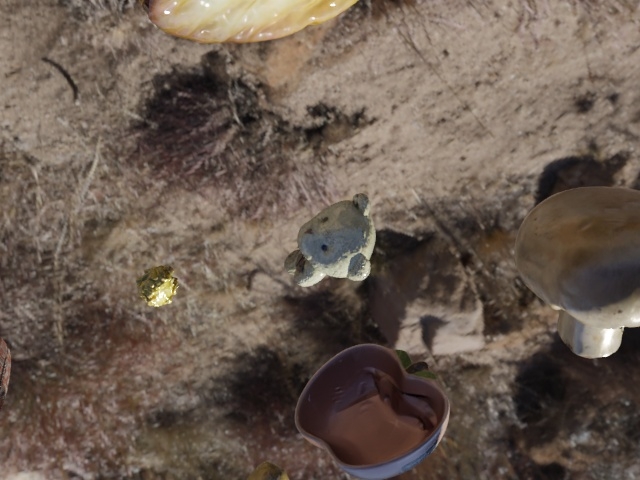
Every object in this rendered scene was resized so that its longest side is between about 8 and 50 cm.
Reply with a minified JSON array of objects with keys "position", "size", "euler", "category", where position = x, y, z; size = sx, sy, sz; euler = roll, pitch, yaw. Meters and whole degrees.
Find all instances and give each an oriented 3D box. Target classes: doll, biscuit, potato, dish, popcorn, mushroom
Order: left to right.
[{"position":[-0.293,0.080,1.432],"size":[0.083,0.057,0.082],"euler":[-57,147,8],"category":"popcorn"},{"position":[-0.124,0.601,1.830],"size":[0.137,0.175,0.137],"euler":[-10,178,0],"category":"potato"},{"position":[-0.049,-0.271,0.818],"size":[0.299,0.045,0.154],"euler":[-14,151,-38],"category":"biscuit"},{"position":[-0.002,0.004,1.580],"size":[0.149,0.175,0.278],"euler":[3,170,-25],"category":"doll"},{"position":[0.079,0.252,1.113],"size":[0.213,0.213,0.090],"euler":[-22,130,-7],"category":"dish"},{"position":[0.460,0.067,1.272],"size":[0.293,0.292,0.290],"euler":[-16,121,-16],"category":"mushroom"}]

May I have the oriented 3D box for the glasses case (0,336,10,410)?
[{"position":[-0.342,0.146,0.770],"size":[0.073,0.194,0.049],"euler":[-23,107,-12],"category":"glasses case"}]
